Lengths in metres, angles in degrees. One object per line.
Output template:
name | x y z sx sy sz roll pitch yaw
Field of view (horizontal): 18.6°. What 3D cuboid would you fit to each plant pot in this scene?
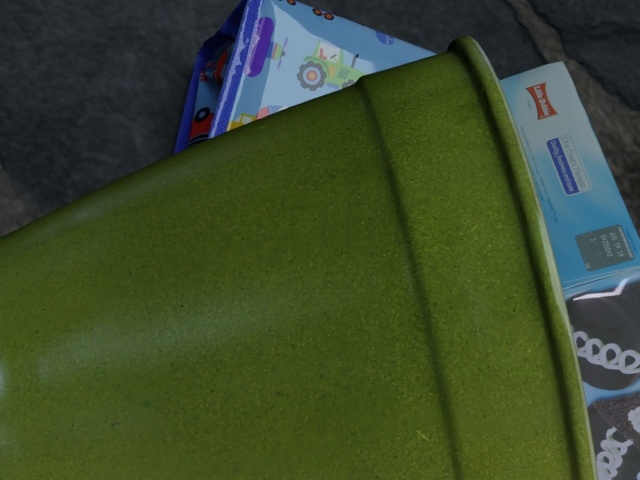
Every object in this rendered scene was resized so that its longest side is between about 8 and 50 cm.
plant pot | -0.045 0.090 1.194 0.353 0.366 0.366 -12 66 -2

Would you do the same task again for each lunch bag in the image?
lunch bag | 0.000 0.000 1.413 0.221 0.138 0.293 19 68 -15

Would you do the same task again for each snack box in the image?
snack box | 0.174 0.069 1.237 0.060 0.322 0.187 -16 44 2
